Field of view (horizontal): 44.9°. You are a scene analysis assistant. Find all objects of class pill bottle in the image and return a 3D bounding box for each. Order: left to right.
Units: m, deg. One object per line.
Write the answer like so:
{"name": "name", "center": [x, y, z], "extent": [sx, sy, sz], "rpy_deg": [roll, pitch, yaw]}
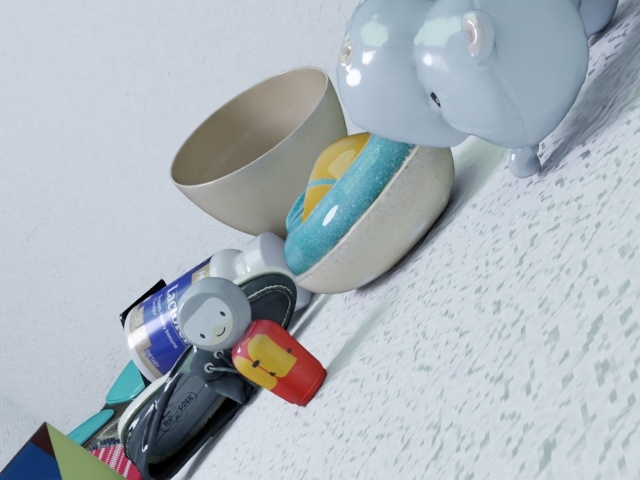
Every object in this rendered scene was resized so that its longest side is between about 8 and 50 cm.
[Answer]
{"name": "pill bottle", "center": [-0.153, 0.106, 1.173], "extent": [0.264, 0.153, 0.153], "rpy_deg": [-33, 11, 19]}

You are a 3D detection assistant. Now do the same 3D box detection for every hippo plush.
{"name": "hippo plush", "center": [0.143, -0.157, 0.569], "extent": [0.294, 0.234, 0.237], "rpy_deg": [4, 67, 34]}

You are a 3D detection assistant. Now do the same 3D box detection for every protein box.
{"name": "protein box", "center": [-0.363, 0.396, 1.032], "extent": [0.201, 0.200, 0.136], "rpy_deg": [-51, 5, 24]}

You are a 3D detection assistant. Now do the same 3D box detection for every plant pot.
{"name": "plant pot", "center": [-0.064, -0.111, 1.214], "extent": [0.284, 0.191, 0.284], "rpy_deg": [-25, 32, 17]}

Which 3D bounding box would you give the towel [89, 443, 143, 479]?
{"name": "towel", "center": [-0.399, 0.412, 1.226], "extent": [0.274, 0.031, 0.199], "rpy_deg": [-14, 25, 7]}

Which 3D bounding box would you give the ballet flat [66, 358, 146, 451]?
{"name": "ballet flat", "center": [-0.441, 0.416, 1.766], "extent": [0.164, 0.182, 0.483], "rpy_deg": [-14, 26, 38]}

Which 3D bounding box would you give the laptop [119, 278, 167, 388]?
{"name": "laptop", "center": [-0.372, 0.327, 1.499], "extent": [0.236, 0.408, 0.382], "rpy_deg": [-19, 6, 0]}

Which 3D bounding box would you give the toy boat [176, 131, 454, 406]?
{"name": "toy boat", "center": [0.000, 0.000, 0.764], "extent": [0.318, 0.148, 0.267], "rpy_deg": [-55, 5, -28]}

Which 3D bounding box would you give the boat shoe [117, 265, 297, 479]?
{"name": "boat shoe", "center": [-0.140, 0.186, 1.018], "extent": [0.340, 0.127, 0.113], "rpy_deg": [-45, 35, 7]}
